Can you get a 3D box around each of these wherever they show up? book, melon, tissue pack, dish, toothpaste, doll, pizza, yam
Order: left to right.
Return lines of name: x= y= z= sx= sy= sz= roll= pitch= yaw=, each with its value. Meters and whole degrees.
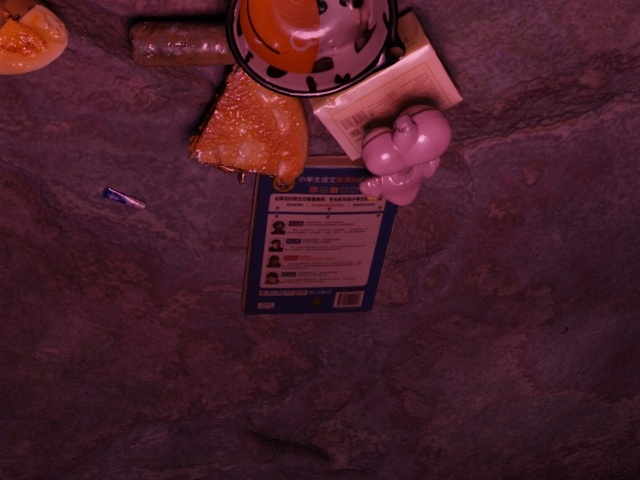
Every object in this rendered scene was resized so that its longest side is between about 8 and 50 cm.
melon: x=-0.476 y=-0.333 z=1.460 sx=0.160 sy=0.079 sz=0.128 roll=-39 pitch=147 yaw=23
toothpaste: x=-0.379 y=-0.080 z=1.763 sx=0.083 sy=0.015 sz=0.024 roll=22 pitch=118 yaw=-23
yam: x=-0.223 y=-0.323 z=1.501 sx=0.179 sy=0.078 sz=0.078 roll=0 pitch=134 yaw=3
pizza: x=-0.139 y=-0.205 z=1.642 sx=0.228 sy=0.081 sz=0.290 roll=-27 pitch=131 yaw=2
dish: x=-0.014 y=-0.376 z=1.474 sx=0.302 sy=0.120 sz=0.303 roll=-4 pitch=132 yaw=-4
book: x=0.000 y=0.000 z=1.901 sx=0.299 sy=0.039 sz=0.428 roll=0 pitch=133 yaw=-12
tissue pack: x=0.107 y=-0.268 z=1.604 sx=0.234 sy=0.125 sz=0.159 roll=-29 pitch=136 yaw=15
doll: x=0.143 y=-0.139 z=1.604 sx=0.160 sy=0.094 sz=0.365 roll=-20 pitch=164 yaw=-4
